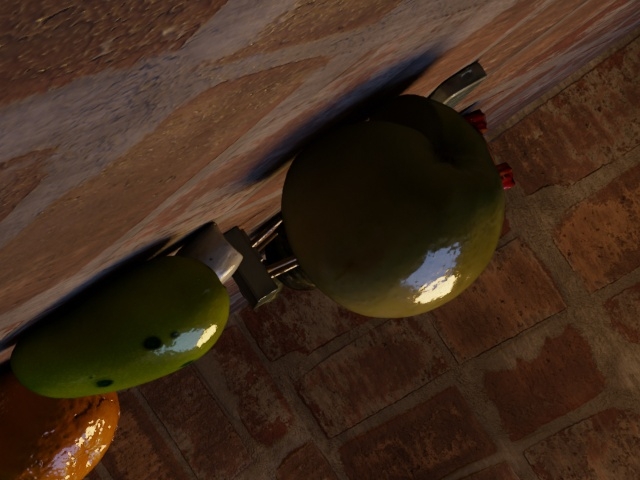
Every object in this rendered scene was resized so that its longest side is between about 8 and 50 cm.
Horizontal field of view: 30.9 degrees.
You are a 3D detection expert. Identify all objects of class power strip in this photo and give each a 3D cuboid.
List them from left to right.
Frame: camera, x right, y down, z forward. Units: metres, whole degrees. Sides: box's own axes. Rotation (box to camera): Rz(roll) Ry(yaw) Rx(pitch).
[{"bbox_3d":[0.198,-0.223,1.852,0.080,0.029,0.227,-33,177,-18],"label":"power strip"}]

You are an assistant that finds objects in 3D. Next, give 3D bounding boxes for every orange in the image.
[{"bbox_3d":[-0.409,0.270,1.726,0.219,0.193,0.219,-47,145,-48],"label":"orange"}]

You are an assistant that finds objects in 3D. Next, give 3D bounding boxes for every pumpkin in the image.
[{"bbox_3d":[0.000,0.000,2.147,0.224,0.157,0.223,-36,-172,6],"label":"pumpkin"}]

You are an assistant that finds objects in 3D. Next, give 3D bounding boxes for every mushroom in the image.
[{"bbox_3d":[-0.212,0.065,1.636,0.223,0.092,0.081,-37,133,11],"label":"mushroom"}]

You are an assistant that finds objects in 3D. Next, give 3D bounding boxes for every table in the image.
[{"bbox_3d":[-0.097,0.032,1.952,0.111,0.121,0.240,-33,178,-8],"label":"table"}]

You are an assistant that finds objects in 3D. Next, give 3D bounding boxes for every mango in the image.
[{"bbox_3d":[-0.257,0.122,1.513,0.293,0.143,0.175,-23,153,-5],"label":"mango"}]

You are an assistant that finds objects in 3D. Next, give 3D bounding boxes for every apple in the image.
[{"bbox_3d":[0.098,-0.048,1.513,0.292,0.292,0.254,-31,169,-45],"label":"apple"}]

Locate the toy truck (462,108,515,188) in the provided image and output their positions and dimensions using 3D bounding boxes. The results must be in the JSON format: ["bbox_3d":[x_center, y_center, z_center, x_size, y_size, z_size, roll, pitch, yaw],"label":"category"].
[{"bbox_3d":[0.274,-0.148,2.523,0.239,0.189,0.265,-25,177,-3],"label":"toy truck"}]

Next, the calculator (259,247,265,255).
[{"bbox_3d":[-0.019,-0.046,2.510,0.262,0.021,0.161,-32,177,-18],"label":"calculator"}]

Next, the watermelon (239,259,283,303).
[{"bbox_3d":[-0.136,0.091,2.729,0.105,0.105,0.133,-35,-170,28],"label":"watermelon"}]
